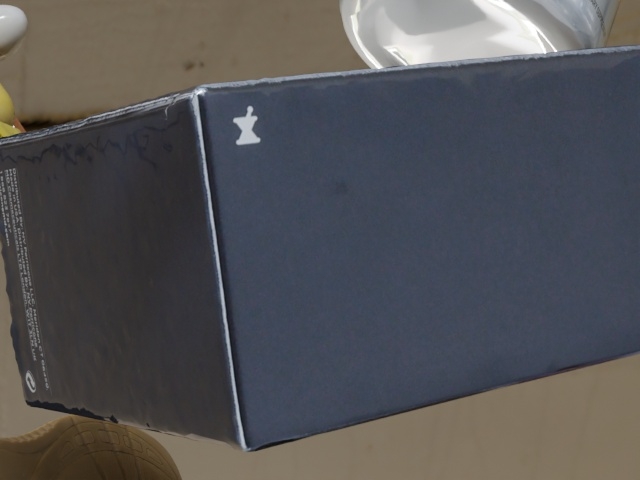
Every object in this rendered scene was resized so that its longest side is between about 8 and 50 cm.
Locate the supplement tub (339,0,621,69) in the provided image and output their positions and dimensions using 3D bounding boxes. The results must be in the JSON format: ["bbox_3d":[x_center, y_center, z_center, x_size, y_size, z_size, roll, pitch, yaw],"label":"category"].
[{"bbox_3d":[0.152,-0.261,1.053,0.316,0.194,0.193,-67,-30,-26],"label":"supplement tub"}]

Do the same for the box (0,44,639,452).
[{"bbox_3d":[0.000,0.000,0.824,0.296,0.294,0.182,-10,-87,-31],"label":"box"}]

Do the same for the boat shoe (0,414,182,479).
[{"bbox_3d":[-0.223,0.199,1.085,0.089,0.104,0.285,-37,-28,29],"label":"boat shoe"}]

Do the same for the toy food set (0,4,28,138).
[{"bbox_3d":[-0.264,-0.117,1.190,0.092,0.306,0.220,-38,-12,5],"label":"toy food set"}]
